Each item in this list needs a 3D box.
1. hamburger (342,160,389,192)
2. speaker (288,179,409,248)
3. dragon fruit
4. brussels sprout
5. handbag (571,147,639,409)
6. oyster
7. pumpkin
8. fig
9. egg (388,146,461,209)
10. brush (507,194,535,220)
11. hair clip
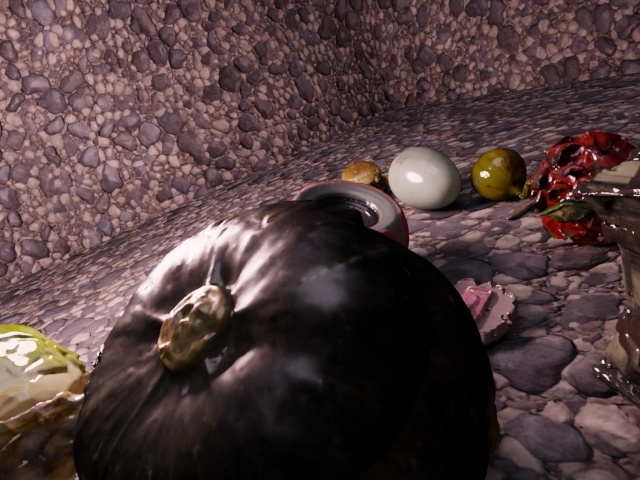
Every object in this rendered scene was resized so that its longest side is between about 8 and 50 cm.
[{"bbox_3d":[0.167,-0.213,1.573,0.185,0.131,0.159,-6,28,21],"label":"hamburger"},{"bbox_3d":[0.051,-0.008,0.982,0.295,0.294,0.294,-17,21,7],"label":"speaker"},{"bbox_3d":[0.547,-0.119,0.887,0.234,0.233,0.293,-3,30,36],"label":"dragon fruit"},{"bbox_3d":[-0.589,0.310,0.801,0.345,0.268,0.344,-4,41,4],"label":"brussels sprout"},{"bbox_3d":[0.410,0.077,0.391,0.163,0.325,0.327,-21,21,-10],"label":"handbag"},{"bbox_3d":[-0.408,0.350,0.666,0.355,0.201,0.107,-20,-26,-34],"label":"oyster"},{"bbox_3d":[-0.038,0.170,0.501,0.455,0.344,0.454,-17,48,20],"label":"pumpkin"},{"bbox_3d":[0.506,-0.168,1.194,0.142,0.147,0.186,-16,52,-30],"label":"fig"},{"bbox_3d":[0.309,-0.181,1.304,0.183,0.182,0.264,-25,29,-13],"label":"egg"},{"bbox_3d":[0.543,-0.098,1.124,0.196,0.021,0.070,-28,21,-21],"label":"brush"},{"bbox_3d":[0.209,0.149,0.736,0.301,0.069,0.173,-24,21,-40],"label":"hair clip"}]
